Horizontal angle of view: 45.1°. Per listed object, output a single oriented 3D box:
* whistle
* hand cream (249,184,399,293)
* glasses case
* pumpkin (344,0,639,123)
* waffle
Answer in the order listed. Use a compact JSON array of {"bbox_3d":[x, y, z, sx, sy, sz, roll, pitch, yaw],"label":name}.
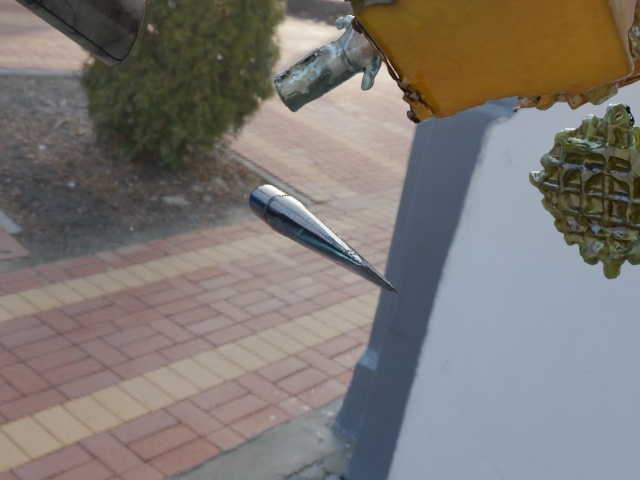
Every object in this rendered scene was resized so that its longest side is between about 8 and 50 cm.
[{"bbox_3d":[0.088,-0.292,1.061,0.346,0.142,0.134,-29,1,17],"label":"whistle"},{"bbox_3d":[0.000,0.000,1.172,0.270,0.061,0.120,36,-3,36],"label":"hand cream"},{"bbox_3d":[-0.324,-0.322,0.886,0.060,0.114,0.299,5,-14,30],"label":"glasses case"},{"bbox_3d":[0.194,-0.238,0.669,0.225,0.256,0.303,-1,17,44],"label":"pumpkin"},{"bbox_3d":[0.403,-0.065,1.094,0.054,0.204,0.223,-23,73,-37],"label":"waffle"}]
